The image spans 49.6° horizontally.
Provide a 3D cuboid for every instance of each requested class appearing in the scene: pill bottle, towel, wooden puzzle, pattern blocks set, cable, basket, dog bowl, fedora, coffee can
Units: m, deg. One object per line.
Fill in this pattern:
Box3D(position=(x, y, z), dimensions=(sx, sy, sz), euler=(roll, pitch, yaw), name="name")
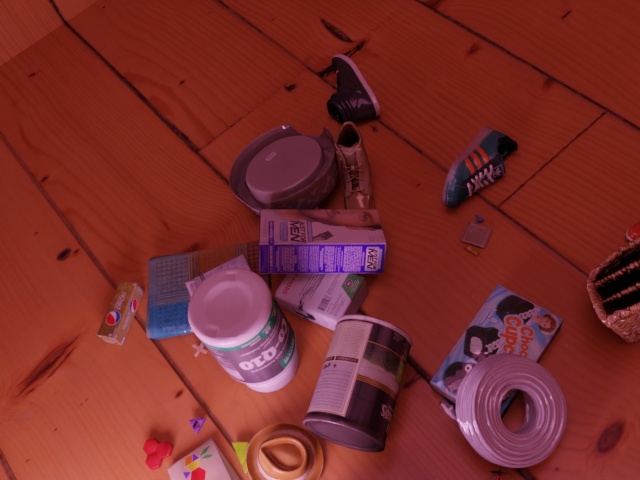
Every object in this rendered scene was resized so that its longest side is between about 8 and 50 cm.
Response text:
Box3D(position=(-0.176, 0.238, 1.733), dimensions=(0.204, 0.361, 0.204), euler=(-6, 58, 10), name="pill bottle")
Box3D(position=(-0.328, 0.141, 2.028), dimensions=(0.370, 0.040, 0.271), euler=(-10, 58, 5), name="towel")
Box3D(position=(0.438, -0.014, 1.951), dimensions=(0.078, 0.014, 0.116), euler=(27, 69, 22), name="wooden puzzle")
Box3D(position=(-0.292, 0.601, 1.735), dimensions=(0.285, 0.026, 0.325), euler=(-24, 56, -2), name="pattern blocks set")
Box3D(position=(0.439, 0.386, 1.588), dimensions=(0.257, 0.089, 0.257), euler=(-35, 89, -19), name="cable")
Box3D(position=(0.783, 0.074, 1.628), dimensions=(0.299, 0.223, 0.213), euler=(-33, 53, 24), name="basket")
Box3D(position=(-0.102, -0.209, 2.112), dimensions=(0.348, 0.102, 0.349), euler=(-14, 44, 14), name="dog bowl")
Box3D(position=(-0.089, 0.526, 1.686), dimensions=(0.194, 0.079, 0.194), euler=(-1, 59, 1), name="fedora")
Box3D(position=(0.094, 0.348, 1.694), dimensions=(0.201, 0.201, 0.275), euler=(10, 61, 19), name="coffee can")

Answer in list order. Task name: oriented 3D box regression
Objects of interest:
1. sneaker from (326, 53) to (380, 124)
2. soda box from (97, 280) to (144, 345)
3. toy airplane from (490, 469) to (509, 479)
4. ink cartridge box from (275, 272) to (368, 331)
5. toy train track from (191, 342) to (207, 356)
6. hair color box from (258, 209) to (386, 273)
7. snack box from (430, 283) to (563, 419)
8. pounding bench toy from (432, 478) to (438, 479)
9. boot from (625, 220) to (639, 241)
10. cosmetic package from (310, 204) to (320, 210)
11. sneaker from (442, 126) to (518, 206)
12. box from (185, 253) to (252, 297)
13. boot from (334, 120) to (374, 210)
Box3D(position=(0.068, -0.498, 2.288), dimensions=(0.146, 0.104, 0.296), euler=(-25, 60, -8), name="sneaker")
Box3D(position=(-0.584, 0.211, 2.032), dimensions=(0.061, 0.058, 0.181), euler=(6, 60, 18), name="soda box")
Box3D(position=(0.405, 0.596, 1.566), dimensions=(0.151, 0.028, 0.151), euler=(-7, 57, 11), name="toy airplane")
Box3D(position=(0.003, 0.146, 1.911), dimensions=(0.208, 0.087, 0.153), euler=(21, 65, 25), name="ink cartridge box")
Box3D(position=(-0.328, 0.289, 1.943), dimensions=(0.048, 0.014, 0.083), euler=(27, 80, 12), name="toy train track")
Box3D(position=(0.000, 0.000, 1.911), dimensions=(0.338, 0.110, 0.185), euler=(1, 33, -5), name="hair color box")
Box3D(position=(0.441, 0.284, 1.734), dimensions=(0.187, 0.060, 0.322), euler=(30, 69, 26), name="snack box")
Box3D(position=(0.250, 0.576, 1.584), dimensions=(0.065, 0.083, 0.052), euler=(-12, 56, 7), name="pounding bench toy")
Box3D(position=(0.879, -0.051, 1.824), dimensions=(0.158, 0.085, 0.059), euler=(-25, 58, -1), name="boot")
Box3D(position=(-0.018, -0.056, 2.061), dimensions=(0.041, 0.060, 0.115), euler=(-12, 58, 5), name="cosmetic package")
Box3D(position=(0.464, -0.206, 2.007), dimensions=(0.121, 0.108, 0.302), euler=(24, 66, 30), name="sneaker")
Box3D(position=(-0.274, 0.140, 1.972), dimensions=(0.186, 0.038, 0.145), euler=(-28, 58, -5), name="box")
Box3D(position=(0.099, -0.196, 2.032), dimensions=(0.095, 0.203, 0.262), euler=(-4, 56, 12), name="boot")
